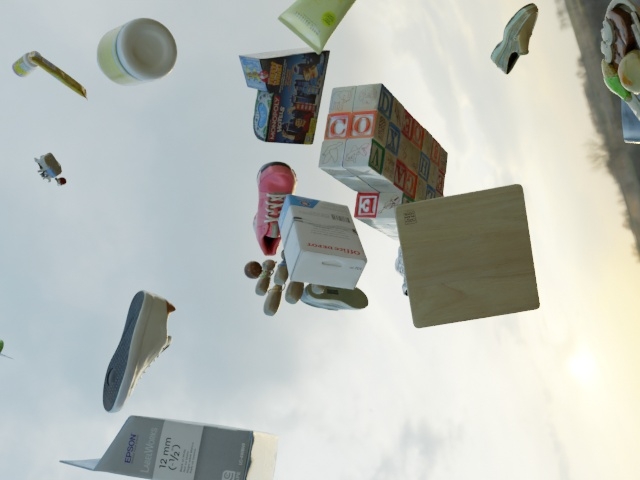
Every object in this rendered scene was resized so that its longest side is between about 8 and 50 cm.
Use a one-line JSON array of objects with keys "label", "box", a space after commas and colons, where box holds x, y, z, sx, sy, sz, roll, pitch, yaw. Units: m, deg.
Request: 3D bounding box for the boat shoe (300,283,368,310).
[{"label": "boat shoe", "box": [0.039, 0.177, 1.891, 0.227, 0.081, 0.079, 13, -121, -27]}]

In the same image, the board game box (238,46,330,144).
[{"label": "board game box", "box": [-0.078, -0.289, 1.183, 0.194, 0.060, 0.194, -6, -68, -50]}]

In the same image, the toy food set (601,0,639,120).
[{"label": "toy food set", "box": [0.401, -0.256, 0.814, 0.192, 0.038, 0.132, 66, -170, -50]}]

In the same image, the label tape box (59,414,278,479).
[{"label": "label tape box", "box": [-0.276, 0.404, 1.189, 0.249, 0.347, 0.115, 69, -150, -70]}]

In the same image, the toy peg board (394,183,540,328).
[{"label": "toy peg board", "box": [0.187, 0.018, 0.804, 0.079, 0.161, 0.161, -59, -42, -83]}]

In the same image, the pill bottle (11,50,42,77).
[{"label": "pill bottle", "box": [-0.744, -0.450, 1.555, 0.043, 0.083, 0.043, 31, -131, -45]}]

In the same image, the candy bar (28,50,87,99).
[{"label": "candy bar", "box": [-0.611, -0.387, 1.432, 0.161, 0.018, 0.040, 36, -154, -47]}]

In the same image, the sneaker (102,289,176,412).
[{"label": "sneaker", "box": [-0.418, 0.273, 1.452, 0.123, 0.106, 0.290, 27, -105, -39]}]

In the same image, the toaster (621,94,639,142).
[{"label": "toaster", "box": [0.820, -0.323, 1.475, 0.185, 0.110, 0.168, -22, -70, -29]}]

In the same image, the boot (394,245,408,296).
[{"label": "boot", "box": [0.238, 0.102, 1.592, 0.258, 0.095, 0.123, 56, -148, -69]}]

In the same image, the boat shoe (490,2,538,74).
[{"label": "boat shoe", "box": [0.457, -0.456, 1.401, 0.190, 0.068, 0.072, 100, 147, -68]}]

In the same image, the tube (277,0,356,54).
[{"label": "tube", "box": [0.041, -0.430, 1.018, 0.070, 0.240, 0.062, 43, -177, 40]}]

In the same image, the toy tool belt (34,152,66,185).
[{"label": "toy tool belt", "box": [-0.650, -0.167, 1.469, 0.083, 0.051, 0.052, 67, -152, -23]}]

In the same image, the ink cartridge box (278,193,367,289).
[{"label": "ink cartridge box", "box": [0.000, 0.000, 1.220, 0.139, 0.082, 0.191, 10, -144, -19]}]

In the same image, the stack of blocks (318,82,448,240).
[{"label": "stack of blocks", "box": [0.113, -0.113, 1.003, 0.297, 0.087, 0.171, 25, -109, -56]}]

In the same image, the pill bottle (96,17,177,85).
[{"label": "pill bottle", "box": [-0.332, -0.326, 1.076, 0.103, 0.184, 0.103, -7, -78, -35]}]

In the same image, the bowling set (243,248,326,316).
[{"label": "bowling set", "box": [-0.115, 0.083, 1.787, 0.200, 0.287, 0.154, 42, -137, -27]}]

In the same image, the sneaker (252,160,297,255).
[{"label": "sneaker", "box": [-0.122, -0.080, 1.712, 0.314, 0.115, 0.136, 102, 164, -46]}]

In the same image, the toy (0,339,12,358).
[{"label": "toy", "box": [-0.741, 0.167, 1.237, 0.237, 0.136, 0.056, 57, -131, -48]}]
